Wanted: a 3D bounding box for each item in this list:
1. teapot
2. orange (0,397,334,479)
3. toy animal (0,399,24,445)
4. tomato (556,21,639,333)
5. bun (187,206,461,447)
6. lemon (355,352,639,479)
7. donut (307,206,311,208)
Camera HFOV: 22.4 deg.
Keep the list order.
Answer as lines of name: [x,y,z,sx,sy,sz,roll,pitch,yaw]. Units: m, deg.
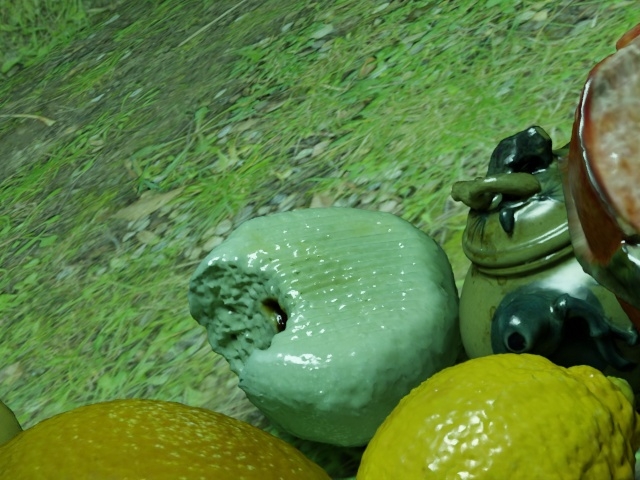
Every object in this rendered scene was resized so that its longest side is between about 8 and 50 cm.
teapot: [0.162,0.005,1.049,0.173,0.182,0.269,-19,25,30]
orange: [-0.084,0.217,0.830,0.274,0.274,0.274,-26,23,12]
toy animal: [-0.329,0.201,1.304,0.169,0.195,0.281,11,33,-2]
tomato: [0.285,-0.004,0.906,0.309,0.309,0.170,-38,-14,-14]
bun: [0.003,0.072,1.184,0.203,0.126,0.212,1,37,9]
lemon: [0.101,0.135,0.913,0.187,0.142,0.142,-37,23,-9]
donut: [0.000,0.000,1.418,0.038,0.067,0.083,-50,58,0]
